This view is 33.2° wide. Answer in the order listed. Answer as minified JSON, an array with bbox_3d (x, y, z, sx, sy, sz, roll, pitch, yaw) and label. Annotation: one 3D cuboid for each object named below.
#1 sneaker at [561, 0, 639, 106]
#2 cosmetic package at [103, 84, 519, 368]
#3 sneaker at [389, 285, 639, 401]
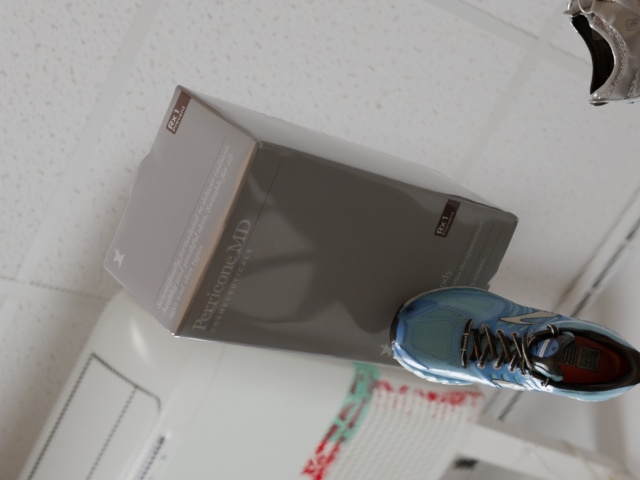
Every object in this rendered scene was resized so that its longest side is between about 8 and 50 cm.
[{"bbox_3d":[0.317,-0.279,1.169,0.115,0.105,0.281,-17,-83,-7],"label":"sneaker"},{"bbox_3d":[0.000,0.000,0.679,0.238,0.107,0.127,10,-72,-44],"label":"cosmetic package"},{"bbox_3d":[0.123,0.062,0.654,0.162,0.073,0.063,7,-96,-4],"label":"sneaker"}]
